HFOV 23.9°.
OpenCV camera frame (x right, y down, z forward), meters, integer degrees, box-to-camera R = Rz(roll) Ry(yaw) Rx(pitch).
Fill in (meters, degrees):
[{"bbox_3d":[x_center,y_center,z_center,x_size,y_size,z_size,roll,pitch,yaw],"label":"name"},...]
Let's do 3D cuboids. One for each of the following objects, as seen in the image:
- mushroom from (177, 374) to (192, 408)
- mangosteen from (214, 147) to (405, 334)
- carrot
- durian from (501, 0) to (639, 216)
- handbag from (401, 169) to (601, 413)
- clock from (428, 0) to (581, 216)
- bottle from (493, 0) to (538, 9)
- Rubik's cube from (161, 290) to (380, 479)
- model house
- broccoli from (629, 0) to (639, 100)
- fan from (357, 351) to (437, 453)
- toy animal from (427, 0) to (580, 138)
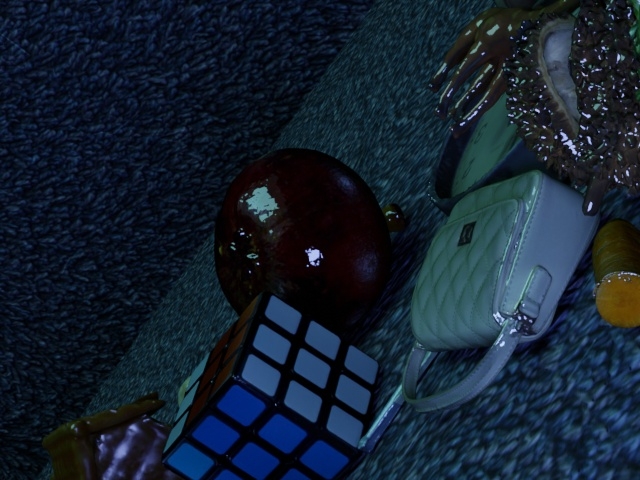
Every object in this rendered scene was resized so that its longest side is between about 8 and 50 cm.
[{"bbox_3d":[-0.172,0.232,2.249,0.067,0.083,0.083,40,100,37],"label":"mushroom"},{"bbox_3d":[0.000,0.000,1.846,0.261,0.235,0.235,-14,-23,-41],"label":"mangosteen"},{"bbox_3d":[0.227,0.016,1.155,0.048,0.048,0.139,-53,10,23],"label":"carrot"},{"bbox_3d":[0.232,-0.110,1.211,0.196,0.167,0.196,-165,90,-78],"label":"durian"},{"bbox_3d":[0.141,0.053,1.363,0.219,0.079,0.256,-64,10,-13],"label":"handbag"},{"bbox_3d":[0.229,-0.151,1.567,0.325,0.067,0.325,-54,11,16],"label":"clock"},{"bbox_3d":[0.252,-0.320,1.802,0.120,0.120,0.253,-54,10,15],"label":"bottle"},{"bbox_3d":[-0.051,0.183,1.602,0.160,0.162,0.163,-49,14,33],"label":"Rubik's cube"},{"bbox_3d":[-0.272,0.315,2.056,0.219,0.229,0.199,-60,17,-18],"label":"model house"},{"bbox_3d":[0.286,-0.153,0.885,0.265,0.245,0.294,-46,36,2],"label":"broccoli"},{"bbox_3d":[0.094,0.129,1.501,0.193,0.016,0.038,-57,13,0],"label":"fan"},{"bbox_3d":[0.197,-0.198,1.502,0.229,0.066,0.224,-47,14,18],"label":"toy animal"}]
